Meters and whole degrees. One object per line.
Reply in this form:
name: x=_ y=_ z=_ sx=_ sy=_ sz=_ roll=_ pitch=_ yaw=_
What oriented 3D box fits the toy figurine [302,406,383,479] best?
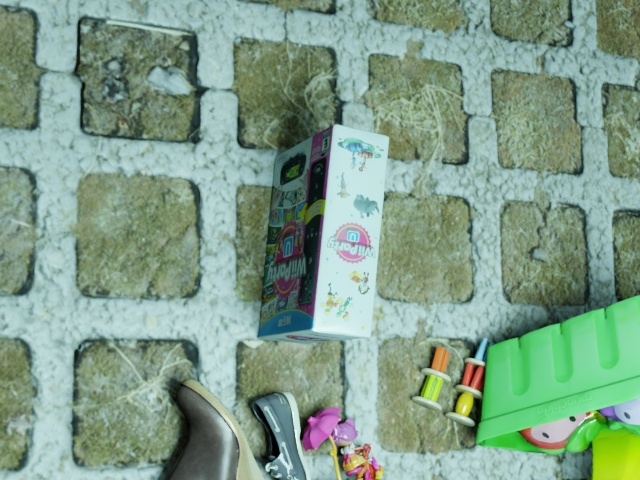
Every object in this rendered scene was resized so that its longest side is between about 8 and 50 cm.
toy figurine: x=0.039 y=0.337 z=1.554 sx=0.173 sy=0.130 sz=0.159 roll=-5 pitch=74 yaw=-46

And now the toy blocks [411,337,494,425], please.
toy blocks: x=0.230 y=0.222 z=1.672 sx=0.123 sy=0.054 sz=0.148 roll=28 pitch=72 yaw=-18

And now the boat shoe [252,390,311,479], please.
boat shoe: x=-0.064 y=0.335 z=1.516 sx=0.065 sy=0.075 sz=0.206 roll=-1 pitch=74 yaw=-33

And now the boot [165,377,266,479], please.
boot: x=-0.197 y=0.351 z=1.448 sx=0.207 sy=0.090 sz=0.248 roll=-33 pitch=100 yaw=-26

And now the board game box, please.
board game box: x=0.000 y=0.000 z=1.514 sx=0.098 sy=0.224 sz=0.303 roll=9 pitch=78 yaw=-23

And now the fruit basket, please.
fruit basket: x=0.466 y=0.313 z=1.575 sx=0.283 sy=0.392 sz=0.391 roll=17 pitch=75 yaw=-43
